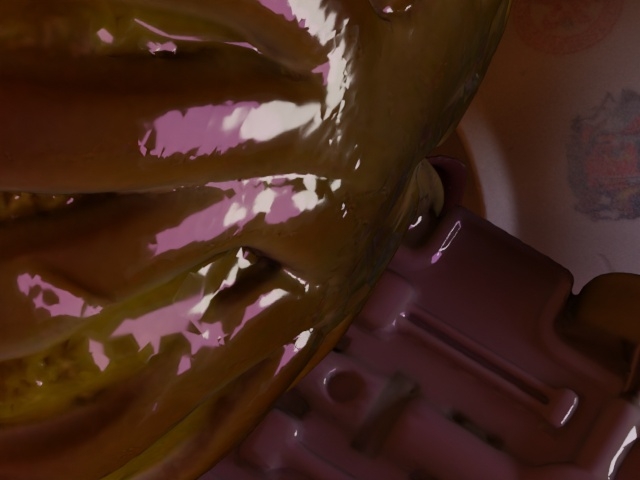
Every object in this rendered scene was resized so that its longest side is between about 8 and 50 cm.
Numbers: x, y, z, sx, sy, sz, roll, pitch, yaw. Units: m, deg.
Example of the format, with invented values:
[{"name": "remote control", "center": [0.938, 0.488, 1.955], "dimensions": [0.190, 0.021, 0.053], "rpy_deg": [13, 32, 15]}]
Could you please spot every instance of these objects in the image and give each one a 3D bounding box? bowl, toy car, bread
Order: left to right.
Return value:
[{"name": "bread", "center": [-0.035, -0.060, 0.571], "dimensions": [0.333, 0.160, 0.333], "rpy_deg": [-58, 166, -24]}, {"name": "toy car", "center": [0.030, 0.103, 0.805], "dimensions": [0.242, 0.336, 0.226], "rpy_deg": [-59, 171, -16]}, {"name": "bowl", "center": [0.157, -0.065, 1.268], "dimensions": [0.157, 0.345, 0.345], "rpy_deg": [-18, 153, -16]}]

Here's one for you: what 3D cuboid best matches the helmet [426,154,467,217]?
[{"name": "helmet", "center": [0.000, 0.000, 1.016], "dimensions": [0.175, 0.106, 0.155], "rpy_deg": [-24, 138, -64]}]
